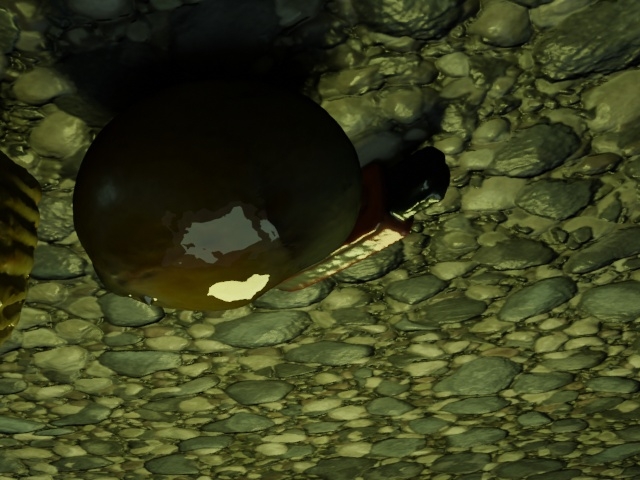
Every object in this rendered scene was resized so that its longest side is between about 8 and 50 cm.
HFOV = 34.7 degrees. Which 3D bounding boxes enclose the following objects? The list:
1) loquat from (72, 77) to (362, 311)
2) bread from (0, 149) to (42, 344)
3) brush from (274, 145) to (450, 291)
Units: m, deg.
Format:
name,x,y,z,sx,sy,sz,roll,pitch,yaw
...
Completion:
name,x,y,z,sx,sy,sz,roll,pitch,yaw
loquat,-0.078,-0.035,0.781,0.227,0.179,0.179,-19,148,20
bread,-0.318,0.013,0.778,0.240,0.240,0.139,-15,163,19
brush,0.001,0.000,0.969,0.051,0.070,0.323,22,145,-37
